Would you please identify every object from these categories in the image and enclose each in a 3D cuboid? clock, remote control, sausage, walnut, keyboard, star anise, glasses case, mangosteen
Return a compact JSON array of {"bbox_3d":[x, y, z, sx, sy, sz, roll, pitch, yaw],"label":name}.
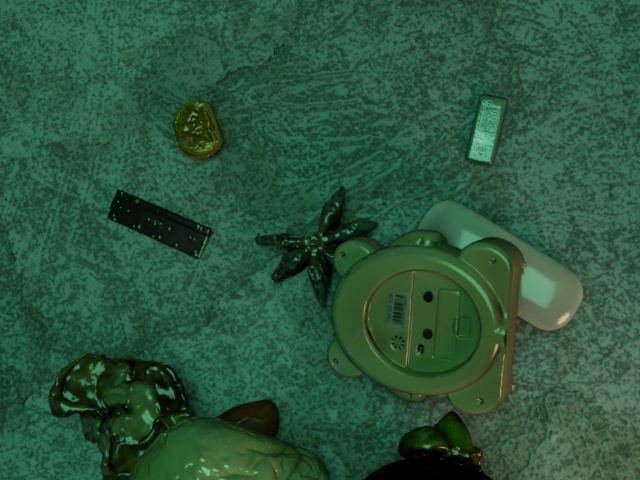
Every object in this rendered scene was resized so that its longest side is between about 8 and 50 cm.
[{"bbox_3d":[0.167,0.123,1.811,0.309,0.114,0.284,8,102,22],"label":"clock"},{"bbox_3d":[0.287,-0.192,1.929,0.053,0.018,0.125,12,82,10],"label":"remote control"},{"bbox_3d":[-0.148,0.330,1.872,0.179,0.089,0.089,-30,76,-6],"label":"sausage"},{"bbox_3d":[-0.323,0.291,1.883,0.204,0.141,0.238,-36,75,-11],"label":"walnut"},{"bbox_3d":[-0.289,-0.031,1.998,0.195,0.018,0.060,24,92,13],"label":"keyboard"},{"bbox_3d":[0.006,0.016,1.915,0.208,0.063,0.172,-30,78,3],"label":"star anise"},{"bbox_3d":[0.295,0.041,1.854,0.296,0.075,0.113,33,90,14],"label":"glasses case"},{"bbox_3d":[0.190,0.442,1.696,0.306,0.306,0.360,29,61,13],"label":"mangosteen"}]

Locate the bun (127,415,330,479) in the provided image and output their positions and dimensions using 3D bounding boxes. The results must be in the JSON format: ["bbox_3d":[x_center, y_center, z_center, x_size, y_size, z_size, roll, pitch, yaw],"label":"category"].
[{"bbox_3d":[-0.136,0.447,1.735,0.348,0.227,0.353,-16,99,-10],"label":"bun"}]

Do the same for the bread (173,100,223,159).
[{"bbox_3d":[-0.222,-0.197,2.004,0.083,0.044,0.111,-21,75,9],"label":"bread"}]
